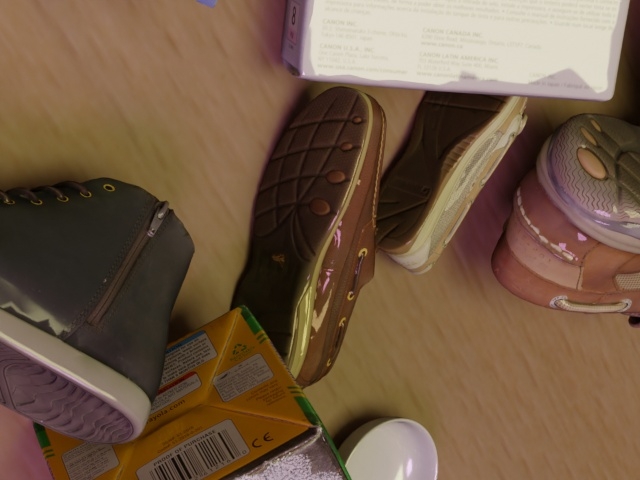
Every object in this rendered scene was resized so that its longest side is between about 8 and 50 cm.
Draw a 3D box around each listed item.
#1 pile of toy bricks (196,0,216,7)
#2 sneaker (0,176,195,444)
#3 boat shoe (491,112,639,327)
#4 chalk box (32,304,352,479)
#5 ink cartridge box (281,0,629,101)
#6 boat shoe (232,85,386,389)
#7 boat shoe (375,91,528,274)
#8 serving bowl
[{"bbox_3d":[-0.065,-0.219,0.824,0.105,0.118,0.212,22,74,-3],"label":"pile of toy bricks"},{"bbox_3d":[-0.164,-0.002,0.824,0.222,0.083,0.118,37,51,-28],"label":"sneaker"},{"bbox_3d":[0.223,-0.007,1.131,0.324,0.123,0.116,7,132,-46],"label":"boat shoe"},{"bbox_3d":[-0.038,0.169,0.907,0.132,0.132,0.213,-28,123,-7],"label":"chalk box"},{"bbox_3d":[0.086,-0.196,0.930,0.189,0.066,0.232,3,103,-17],"label":"ink cartridge box"},{"bbox_3d":[0.000,0.000,0.965,0.060,0.064,0.178,5,105,-47],"label":"boat shoe"},{"bbox_3d":[0.084,-0.052,1.026,0.048,0.056,0.153,39,78,-50],"label":"boat shoe"},{"bbox_3d":[0.033,0.145,1.054,0.083,0.027,0.083,-13,111,-37],"label":"serving bowl"}]
